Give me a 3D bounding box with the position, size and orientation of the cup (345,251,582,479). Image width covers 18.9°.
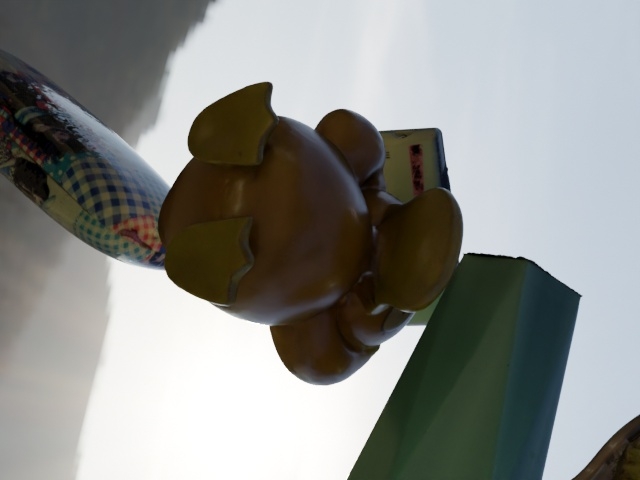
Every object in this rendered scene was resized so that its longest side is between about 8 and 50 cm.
[{"bbox_3d":[0.109,0.131,1.450,0.134,0.148,0.236,5,-118,30],"label":"cup"}]

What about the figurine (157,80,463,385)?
[{"bbox_3d":[-0.010,-0.002,1.425,0.215,0.228,0.215,-49,-148,46],"label":"figurine"}]

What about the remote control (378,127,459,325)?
[{"bbox_3d":[0.080,-0.009,1.593,0.029,0.065,0.166,-42,127,-63],"label":"remote control"}]

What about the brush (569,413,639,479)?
[{"bbox_3d":[0.186,0.153,1.173,0.067,0.313,0.072,1,-71,57],"label":"brush"}]

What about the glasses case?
[{"bbox_3d":[-0.221,-0.076,1.600,0.327,0.125,0.076,41,-76,33],"label":"glasses case"}]
